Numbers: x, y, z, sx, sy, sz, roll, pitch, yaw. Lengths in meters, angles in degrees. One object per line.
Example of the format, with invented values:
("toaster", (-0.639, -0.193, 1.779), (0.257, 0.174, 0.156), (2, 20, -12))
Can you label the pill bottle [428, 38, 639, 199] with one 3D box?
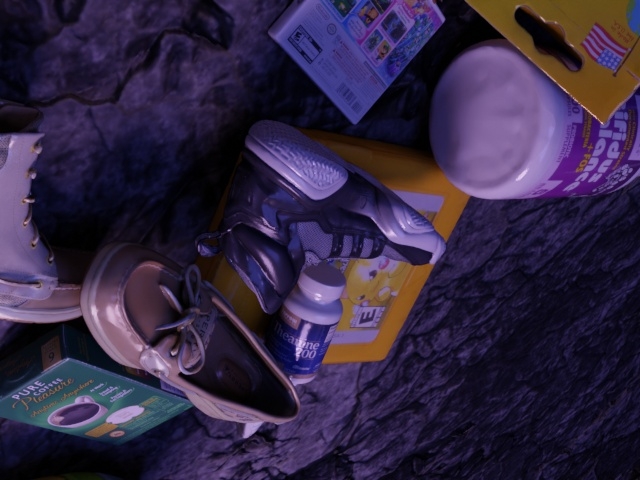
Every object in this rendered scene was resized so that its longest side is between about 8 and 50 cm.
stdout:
("pill bottle", (0.280, -0.133, 0.979), (0.301, 0.169, 0.169), (-5, 125, -41))

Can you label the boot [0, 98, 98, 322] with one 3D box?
("boot", (-0.235, -0.023, 0.668), (0.213, 0.077, 0.165), (5, 116, -45))

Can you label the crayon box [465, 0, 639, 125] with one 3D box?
("crayon box", (0.300, -0.296, 0.839), (0.318, 0.202, 0.081), (-49, -175, 2))

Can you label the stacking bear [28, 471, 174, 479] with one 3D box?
("stacking bear", (-0.278, 0.313, 0.854), (0.289, 0.175, 0.164), (18, 111, -41))

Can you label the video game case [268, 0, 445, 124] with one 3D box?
("video game case", (0.040, -0.205, 0.814), (0.143, 0.019, 0.157), (-49, 141, 1))

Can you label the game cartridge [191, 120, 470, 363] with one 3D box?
("game cartridge", (0.009, 0.022, 0.950), (0.323, 0.052, 0.285), (2, 120, -45))

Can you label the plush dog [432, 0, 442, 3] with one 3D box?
("plush dog", (0.121, -0.276, 0.658), (0.262, 0.211, 0.225), (-37, 167, 27))

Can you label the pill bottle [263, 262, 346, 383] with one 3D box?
("pill bottle", (-0.016, 0.085, 0.895), (0.067, 0.067, 0.120), (-2, 123, -42))

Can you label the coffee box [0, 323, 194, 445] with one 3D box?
("coffee box", (-0.218, 0.144, 0.819), (0.113, 0.040, 0.184), (-30, 145, 19))

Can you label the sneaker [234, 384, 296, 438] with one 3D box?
("sneaker", (-0.065, 0.186, 0.981), (0.061, 0.054, 0.152), (-12, 157, -25))

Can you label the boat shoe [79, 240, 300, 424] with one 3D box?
("boat shoe", (-0.108, 0.092, 0.785), (0.285, 0.089, 0.105), (49, 56, -51))

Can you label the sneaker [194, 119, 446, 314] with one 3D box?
("sneaker", (0.000, 0.000, 0.820), (0.268, 0.101, 0.153), (27, 103, -42))
